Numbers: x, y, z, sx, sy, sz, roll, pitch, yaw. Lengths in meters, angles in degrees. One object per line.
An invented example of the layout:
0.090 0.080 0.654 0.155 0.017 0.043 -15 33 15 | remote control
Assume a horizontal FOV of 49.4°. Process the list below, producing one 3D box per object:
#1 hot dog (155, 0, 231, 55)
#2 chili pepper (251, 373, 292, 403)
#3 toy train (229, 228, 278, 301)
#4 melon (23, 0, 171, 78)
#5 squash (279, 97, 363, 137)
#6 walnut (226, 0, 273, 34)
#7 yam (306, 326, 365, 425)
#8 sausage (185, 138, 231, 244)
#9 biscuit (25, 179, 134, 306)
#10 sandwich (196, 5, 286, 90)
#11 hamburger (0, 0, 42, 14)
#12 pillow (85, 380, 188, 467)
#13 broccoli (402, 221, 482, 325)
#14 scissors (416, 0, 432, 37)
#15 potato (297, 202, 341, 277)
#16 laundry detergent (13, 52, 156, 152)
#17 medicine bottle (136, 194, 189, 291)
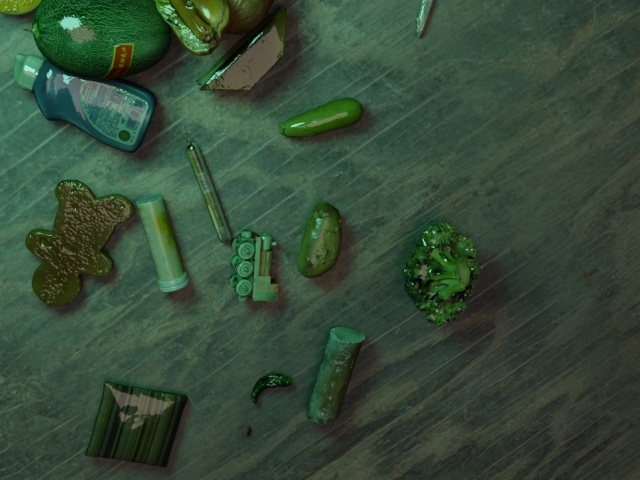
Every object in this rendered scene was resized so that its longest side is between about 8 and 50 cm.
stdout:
-0.290 -0.510 1.347 0.100 0.135 0.337 -19 72 -39 | hot dog
-0.132 0.376 1.799 0.117 0.035 0.056 -27 96 -7 | chili pepper
-0.156 0.060 1.671 0.118 0.074 0.176 0 104 -24 | toy train
-0.435 -0.409 1.366 0.287 0.182 0.183 -8 112 -34 | melon
0.002 -0.279 1.595 0.200 0.066 0.066 -16 111 -4 | squash
-0.174 -0.523 1.418 0.167 0.167 0.207 21 99 -19 | walnut
0.035 0.354 1.803 0.093 0.093 0.260 12 105 -17 | yam
-0.257 -0.107 1.607 0.032 0.033 0.269 -20 112 -6 | sausage
-0.556 0.010 1.568 0.196 0.049 0.302 23 102 -15 | biscuit
-0.147 -0.393 1.504 0.258 0.094 0.096 -43 108 5 | sandwich
-0.594 -0.546 1.334 0.172 0.116 0.211 -17 111 -5 | hamburger
-0.460 0.462 1.741 0.212 0.052 0.208 15 102 -20 | pillow
0.301 0.085 1.726 0.197 0.227 0.176 12 149 -18 | broccoli
0.262 -0.609 1.567 0.109 0.022 0.300 11 106 -13 | scissors
0.000 0.000 1.678 0.105 0.085 0.188 0 105 -36 | potato
-0.498 -0.299 1.459 0.289 0.094 0.144 23 109 -16 | laundry detergent
-0.365 0.006 1.601 0.073 0.074 0.218 -15 109 -8 | medicine bottle
